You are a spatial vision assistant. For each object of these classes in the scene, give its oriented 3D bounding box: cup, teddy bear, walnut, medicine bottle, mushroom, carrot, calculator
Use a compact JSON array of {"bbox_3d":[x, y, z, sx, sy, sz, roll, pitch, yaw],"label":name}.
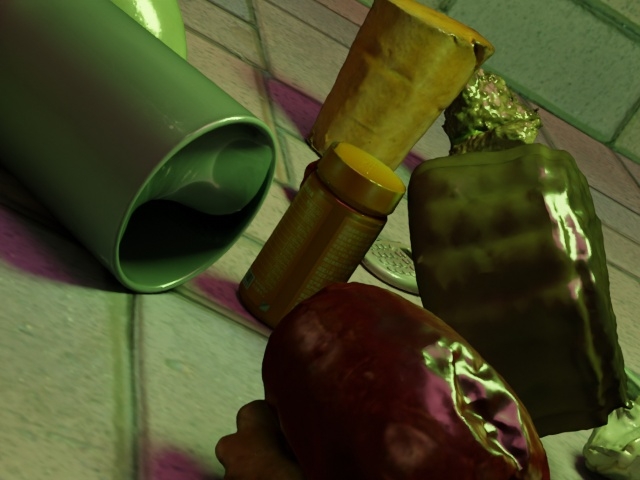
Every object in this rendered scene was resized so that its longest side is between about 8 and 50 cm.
[{"bbox_3d":[-0.215,-0.118,1.673,0.312,0.205,0.205,41,19,27],"label":"cup"},{"bbox_3d":[0.301,-0.109,2.549,0.296,0.222,0.246,25,-13,15],"label":"teddy bear"},{"bbox_3d":[0.041,0.181,1.359,0.269,0.244,0.221,42,-20,40],"label":"walnut"},{"bbox_3d":[0.000,0.000,1.755,0.096,0.192,0.096,30,16,-10],"label":"medicine bottle"},{"bbox_3d":[0.373,0.232,1.976,0.096,0.099,0.278,53,18,15],"label":"mushroom"},{"bbox_3d":[0.111,-0.215,2.447,0.196,0.254,0.196,28,13,-7],"label":"carrot"},{"bbox_3d":[0.110,0.035,2.147,0.166,0.024,0.103,10,28,-48],"label":"calculator"}]

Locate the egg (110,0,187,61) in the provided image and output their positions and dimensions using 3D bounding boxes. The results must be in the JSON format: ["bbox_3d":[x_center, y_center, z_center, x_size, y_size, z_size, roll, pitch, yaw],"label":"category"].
[{"bbox_3d":[-0.272,-0.258,1.939,0.295,0.218,0.218,50,20,11],"label":"egg"}]

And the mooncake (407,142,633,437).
[{"bbox_3d":[0.212,0.055,1.773,0.324,0.187,0.324,-14,90,-79],"label":"mooncake"}]

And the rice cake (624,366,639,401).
[{"bbox_3d":[0.438,0.222,2.205,0.033,0.033,0.207,14,25,-45],"label":"rice cake"}]

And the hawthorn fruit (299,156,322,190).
[{"bbox_3d":[0.022,-0.063,2.168,0.093,0.081,0.081,39,11,-34],"label":"hawthorn fruit"}]
